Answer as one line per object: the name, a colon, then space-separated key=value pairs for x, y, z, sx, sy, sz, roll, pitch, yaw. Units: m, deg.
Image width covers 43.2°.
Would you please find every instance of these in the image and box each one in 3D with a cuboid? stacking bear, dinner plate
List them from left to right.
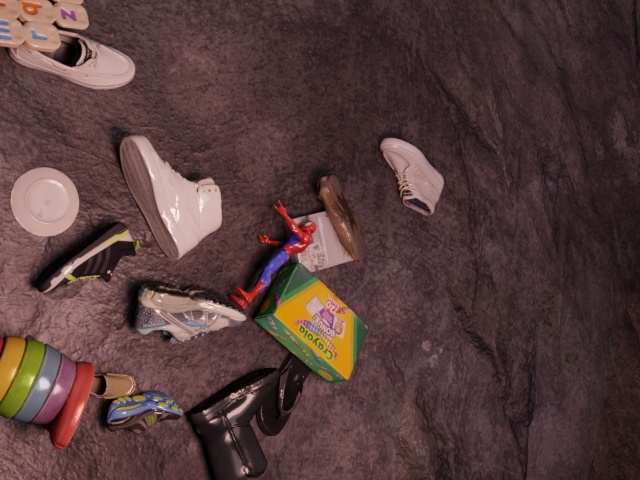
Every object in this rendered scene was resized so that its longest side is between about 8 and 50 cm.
stacking bear: x=-0.592 y=0.254 z=1.512 sx=0.289 sy=0.175 sz=0.164 roll=28 pitch=82 yaw=-25
dinner plate: x=-0.556 y=-0.079 z=1.640 sx=0.141 sy=0.017 sz=0.141 roll=1 pitch=89 yaw=-38

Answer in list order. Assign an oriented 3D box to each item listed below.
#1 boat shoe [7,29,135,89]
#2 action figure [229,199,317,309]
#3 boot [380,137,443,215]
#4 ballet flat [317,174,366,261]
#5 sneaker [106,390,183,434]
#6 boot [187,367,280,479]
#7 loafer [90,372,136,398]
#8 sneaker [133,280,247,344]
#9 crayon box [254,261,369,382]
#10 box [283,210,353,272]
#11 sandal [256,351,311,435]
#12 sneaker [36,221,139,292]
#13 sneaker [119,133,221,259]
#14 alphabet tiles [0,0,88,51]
boat shoe: x=-0.495 y=-0.379 z=1.654 sx=0.267 sy=0.088 sz=0.096 roll=13 pitch=80 yaw=-38
action figure: x=-0.125 y=0.020 z=1.926 sx=0.139 sy=0.091 sz=0.280 roll=47 pitch=62 yaw=1
boot: x=0.250 y=-0.172 z=2.244 sx=0.258 sy=0.095 sz=0.123 roll=34 pitch=61 yaw=-34
ballet flat: x=0.051 y=-0.054 z=2.065 sx=0.250 sy=0.058 sz=0.084 roll=64 pitch=32 yaw=-23
sneaker: x=-0.381 y=0.374 z=1.741 sx=0.188 sy=0.067 sz=0.078 roll=4 pitch=119 yaw=-47
boot: x=-0.170 y=0.436 z=1.879 sx=0.246 sy=0.094 sz=0.207 roll=-28 pitch=102 yaw=-29
loafer: x=-0.450 y=0.305 z=1.687 sx=0.148 sy=0.050 sz=0.056 roll=8 pitch=84 yaw=-39
sneaker: x=-0.295 y=0.170 z=1.805 sx=0.283 sy=0.110 sz=0.122 roll=16 pitch=101 yaw=-40
crayon box: x=-0.016 y=0.206 z=1.998 sx=0.278 sy=0.081 sz=0.165 roll=44 pitch=52 yaw=-25
box: x=0.000 y=0.000 z=2.073 sx=0.186 sy=0.038 sz=0.145 roll=-15 pitch=97 yaw=-38
sandal: x=-0.077 y=0.358 z=1.985 sx=0.097 sy=0.054 sz=0.254 roll=41 pitch=64 yaw=-30
sneaker: x=-0.468 y=0.053 z=1.662 sx=0.234 sy=0.084 sz=0.097 roll=-40 pitch=114 yaw=-33
sneaker: x=-0.321 y=-0.124 z=1.784 sx=0.169 sy=0.108 sz=0.293 roll=-38 pitch=121 yaw=-35
alphabet tiles: x=-0.596 y=-0.496 z=1.563 sx=0.278 sy=0.021 sz=0.284 roll=-3 pitch=71 yaw=-40
